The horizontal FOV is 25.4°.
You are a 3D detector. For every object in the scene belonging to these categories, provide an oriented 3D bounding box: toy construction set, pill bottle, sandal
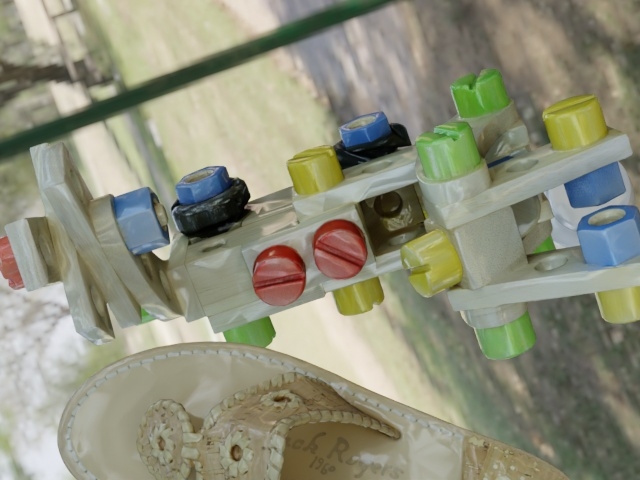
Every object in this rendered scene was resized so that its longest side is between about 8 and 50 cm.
[{"bbox_3d":[0.000,0.000,0.760,0.215,0.328,0.151,-97,2,-71],"label":"toy construction set"},{"bbox_3d":[0.270,-0.036,1.482,0.180,0.108,0.108,73,176,-81],"label":"pill bottle"},{"bbox_3d":[-0.001,0.092,0.597,0.079,0.240,0.088,75,-151,-77],"label":"sandal"}]
